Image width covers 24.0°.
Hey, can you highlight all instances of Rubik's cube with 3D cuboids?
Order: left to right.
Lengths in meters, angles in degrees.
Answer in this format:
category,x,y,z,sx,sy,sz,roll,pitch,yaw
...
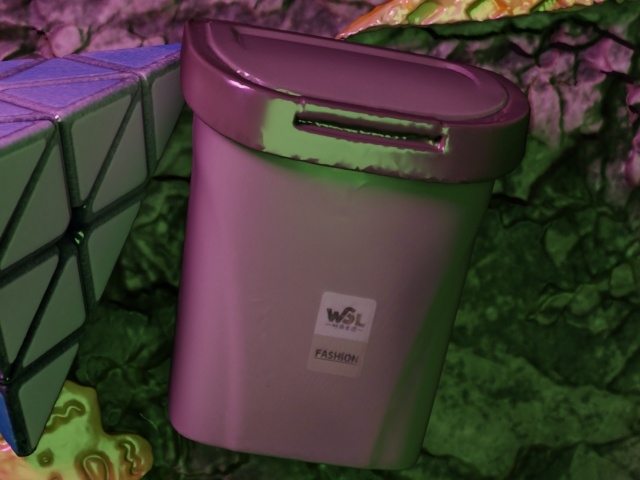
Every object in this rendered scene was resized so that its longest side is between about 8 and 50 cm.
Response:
category,x,y,z,sx,sy,sz,roll,pitch,yaw
Rubik's cube,-0.217,-0.030,0.975,0.233,0.228,0.229,-36,138,28

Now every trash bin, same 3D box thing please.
category,x,y,z,sx,sy,sz,roll,pitch,yaw
trash bin,0.000,0.000,0.983,0.219,0.219,0.250,9,101,-7

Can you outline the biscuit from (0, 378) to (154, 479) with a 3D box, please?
category,x,y,z,sx,sy,sz,roll,pitch,yaw
biscuit,-0.177,0.189,1.058,0.133,0.027,0.184,-12,95,-9

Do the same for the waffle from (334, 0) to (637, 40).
category,x,y,z,sx,sy,sz,roll,pitch,yaw
waffle,0.122,-0.159,1.079,0.191,0.032,0.125,-41,101,-1
